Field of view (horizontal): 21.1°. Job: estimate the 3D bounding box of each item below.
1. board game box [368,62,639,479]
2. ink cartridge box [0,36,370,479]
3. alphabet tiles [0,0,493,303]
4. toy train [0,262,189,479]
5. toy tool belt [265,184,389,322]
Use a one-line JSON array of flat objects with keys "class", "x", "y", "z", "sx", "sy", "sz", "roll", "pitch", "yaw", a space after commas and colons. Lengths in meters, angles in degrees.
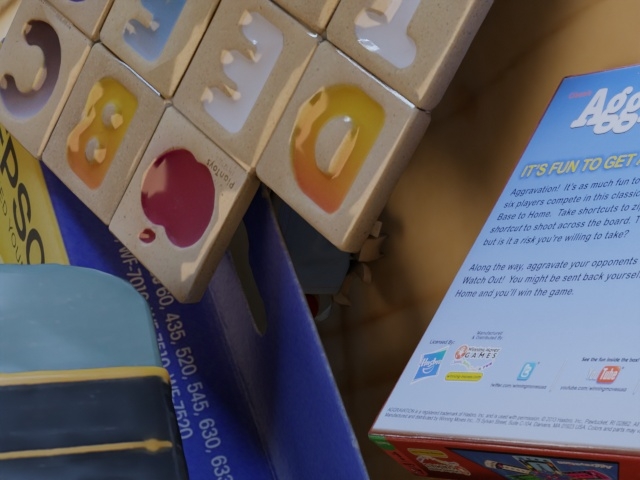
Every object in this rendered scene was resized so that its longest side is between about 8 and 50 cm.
[{"class": "board game box", "x": 0.133, "y": 0.002, "z": 0.436, "sx": 0.281, "sy": 0.027, "sz": 0.145, "roll": -4, "pitch": 51, "yaw": 56}, {"class": "ink cartridge box", "x": -0.090, "y": 0.067, "z": 0.759, "sx": 0.307, "sy": 0.072, "sz": 0.304, "roll": 115, "pitch": 140, "yaw": -54}, {"class": "alphabet tiles", "x": -0.022, "y": -0.163, "z": 0.652, "sx": 0.285, "sy": 0.011, "sz": 0.342, "roll": 41, "pitch": 111, "yaw": 39}, {"class": "toy train", "x": -0.118, "y": 0.160, "z": 0.635, "sx": 0.334, "sy": 0.142, "sz": 0.190, "roll": 108, "pitch": 154, "yaw": -50}, {"class": "toy tool belt", "x": 0.000, "y": 0.000, "z": 0.682, "sx": 0.051, "sy": 0.052, "sz": 0.083, "roll": 32, "pitch": 118, "yaw": 60}]
